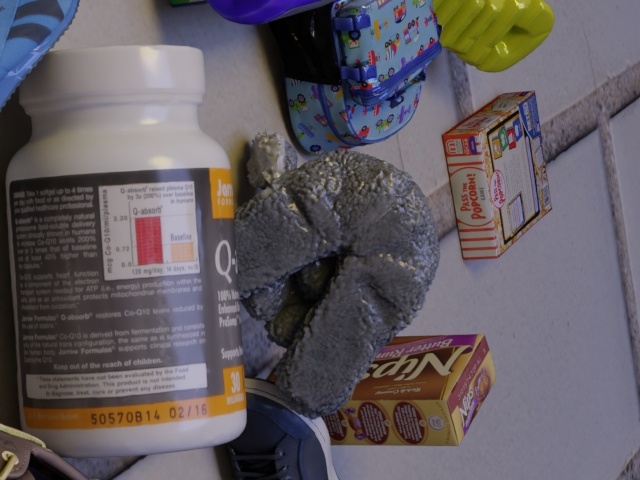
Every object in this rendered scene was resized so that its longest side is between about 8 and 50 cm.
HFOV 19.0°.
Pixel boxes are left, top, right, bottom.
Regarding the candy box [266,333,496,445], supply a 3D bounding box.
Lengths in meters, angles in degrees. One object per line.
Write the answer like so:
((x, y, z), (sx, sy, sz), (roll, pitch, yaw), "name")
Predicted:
((0.048, 0.131, 1.676), (0.109, 0.187, 0.053), (-51, 131, -53), "candy box")

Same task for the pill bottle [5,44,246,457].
((-0.139, 0.008, 1.351), (0.162, 0.162, 0.278), (-4, 91, -63), "pill bottle")

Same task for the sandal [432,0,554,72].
((0.104, -0.267, 1.945), (0.317, 0.126, 0.138), (18, 33, -54), "sandal")

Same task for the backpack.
((0.038, -0.163, 1.760), (0.158, 0.117, 0.173), (-34, 125, -45), "backpack")

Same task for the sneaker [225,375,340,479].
((-0.041, 0.234, 1.600), (0.163, 0.086, 0.226), (-72, 147, -41), "sneaker")

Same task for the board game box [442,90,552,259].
((0.204, -0.076, 2.168), (0.193, 0.045, 0.146), (-35, 118, -60), "board game box")

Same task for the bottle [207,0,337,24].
((-0.011, -0.256, 1.621), (0.118, 0.092, 0.283), (65, 29, -3), "bottle")

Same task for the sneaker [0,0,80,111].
((-0.230, -0.145, 1.283), (0.082, 0.069, 0.209), (58, 42, -29), "sneaker")

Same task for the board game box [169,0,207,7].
((-0.099, -0.308, 1.606), (0.136, 0.035, 0.201), (66, 34, -35), "board game box")

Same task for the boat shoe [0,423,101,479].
((-0.220, 0.169, 1.239), (0.324, 0.097, 0.116), (45, 48, -53), "boat shoe")

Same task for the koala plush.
((0.000, 0.000, 1.609), (0.196, 0.203, 0.221), (45, 9, -11), "koala plush")
